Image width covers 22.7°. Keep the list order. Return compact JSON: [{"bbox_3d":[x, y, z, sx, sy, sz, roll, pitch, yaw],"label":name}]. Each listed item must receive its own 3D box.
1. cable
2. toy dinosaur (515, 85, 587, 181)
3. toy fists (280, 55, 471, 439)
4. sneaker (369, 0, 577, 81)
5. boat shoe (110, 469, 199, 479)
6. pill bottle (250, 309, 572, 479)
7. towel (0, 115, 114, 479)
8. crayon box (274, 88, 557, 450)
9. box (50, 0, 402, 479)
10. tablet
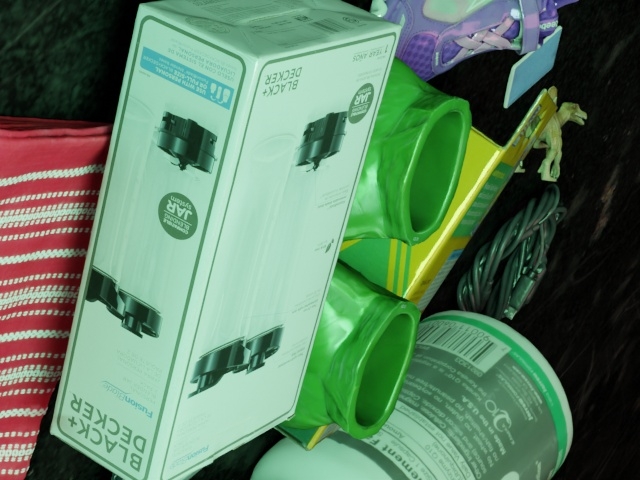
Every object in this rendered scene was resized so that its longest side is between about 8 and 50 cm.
[{"bbox_3d":[0.202,0.018,1.714,0.150,0.047,0.184,-4,126,-57],"label":"cable"},{"bbox_3d":[0.221,-0.109,1.594,0.183,0.053,0.092,-9,112,-70],"label":"toy dinosaur"},{"bbox_3d":[0.000,0.000,1.118,0.096,0.142,0.279,-12,119,-54],"label":"toy fists"},{"bbox_3d":[0.122,-0.175,1.217,0.236,0.104,0.095,-42,154,-32],"label":"sneaker"},{"bbox_3d":[-0.126,0.146,1.184,0.065,0.083,0.183,-30,172,-48],"label":"boat shoe"},{"bbox_3d":[0.063,0.233,1.487,0.361,0.204,0.204,-36,149,-41],"label":"pill bottle"},{"bbox_3d":[-0.197,0.048,0.949,0.199,0.031,0.275,-4,123,-62],"label":"towel"},{"bbox_3d":[0.064,0.001,1.278,0.323,0.083,0.203,-57,171,7],"label":"crayon box"},{"bbox_3d":[-0.060,-0.005,0.990,0.169,0.087,0.290,-24,134,-54],"label":"box"},{"bbox_3d":[0.201,-0.165,1.516,0.083,0.006,0.054,-40,152,-34],"label":"tablet"}]
